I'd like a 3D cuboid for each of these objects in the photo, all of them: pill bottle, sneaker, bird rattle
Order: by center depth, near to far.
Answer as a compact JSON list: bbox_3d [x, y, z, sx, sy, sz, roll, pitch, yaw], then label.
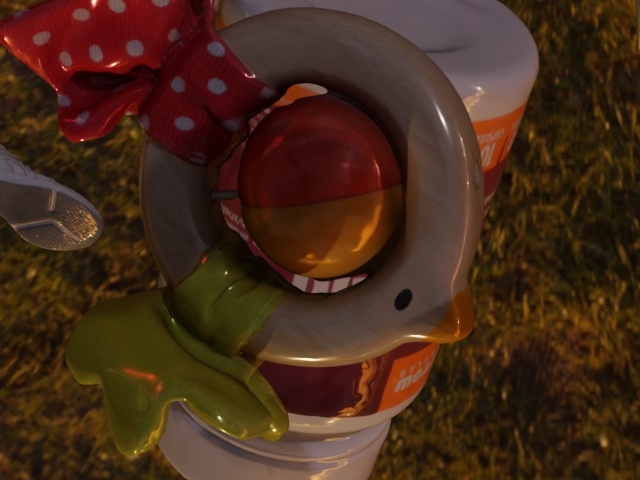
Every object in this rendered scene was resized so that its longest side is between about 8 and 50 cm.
[{"bbox_3d":[-0.025,-0.030,0.676,0.206,0.143,0.254,-4,87,19],"label":"bird rattle"},{"bbox_3d":[-0.226,-0.043,1.057,0.152,0.061,0.054,25,119,-20],"label":"sneaker"},{"bbox_3d":[0.000,0.000,1.085,0.224,0.224,0.392,18,121,3],"label":"pill bottle"}]

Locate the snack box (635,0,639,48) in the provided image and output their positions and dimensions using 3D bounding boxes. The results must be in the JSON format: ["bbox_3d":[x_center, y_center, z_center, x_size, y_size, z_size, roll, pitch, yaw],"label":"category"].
[{"bbox_3d":[0.245,-0.212,1.046,0.037,0.141,0.100,-3,74,10],"label":"snack box"}]
